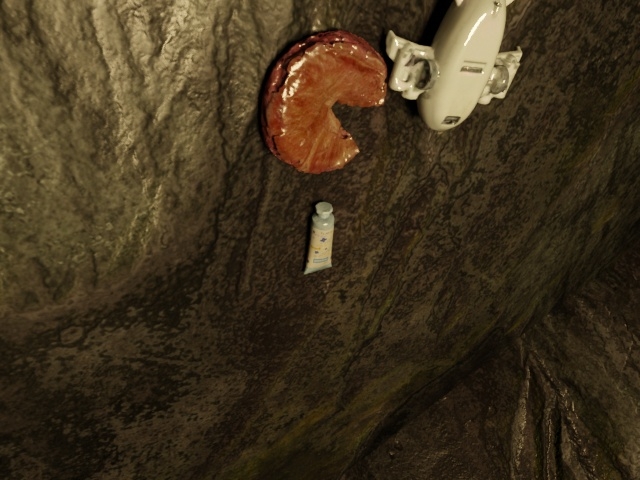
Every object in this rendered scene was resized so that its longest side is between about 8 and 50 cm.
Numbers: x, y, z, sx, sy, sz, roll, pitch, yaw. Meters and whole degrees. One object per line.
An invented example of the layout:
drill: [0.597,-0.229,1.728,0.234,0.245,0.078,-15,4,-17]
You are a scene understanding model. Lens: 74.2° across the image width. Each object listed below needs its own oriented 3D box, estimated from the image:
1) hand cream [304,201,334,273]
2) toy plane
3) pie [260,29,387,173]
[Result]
hand cream: [0.000,0.000,0.829,0.064,0.043,0.171,-14,137,-20]
toy plane: [0.220,-0.299,0.675,0.252,0.118,0.252,-11,130,-13]
pie: [0.008,-0.203,0.648,0.204,0.054,0.219,-4,127,-35]
